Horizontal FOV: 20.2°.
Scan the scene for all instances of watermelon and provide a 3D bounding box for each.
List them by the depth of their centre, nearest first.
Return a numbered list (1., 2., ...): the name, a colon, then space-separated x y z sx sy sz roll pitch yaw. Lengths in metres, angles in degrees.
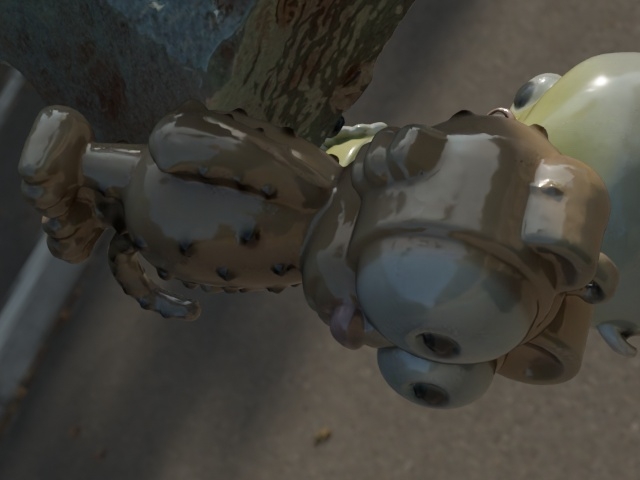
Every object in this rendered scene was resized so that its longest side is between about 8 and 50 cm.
1. watermelon: -0.059 -0.136 1.001 0.387 0.228 0.258 -15 71 35

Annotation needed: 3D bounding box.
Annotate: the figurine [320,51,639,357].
1. figurine: 0.147 -0.013 1.359 0.394 0.274 0.227 0 65 37

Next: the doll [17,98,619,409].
1. doll: -0.001 -0.001 0.826 0.278 0.154 0.119 6 59 22
